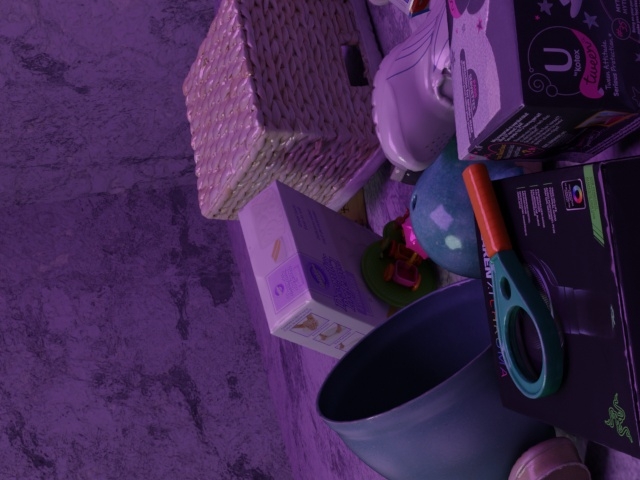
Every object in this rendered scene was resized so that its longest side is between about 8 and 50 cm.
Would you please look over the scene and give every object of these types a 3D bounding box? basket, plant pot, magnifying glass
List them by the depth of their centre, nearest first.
[{"bbox_3d":[0.178,0.036,0.867,0.092,0.026,0.231,117,142,-68],"label":"magnifying glass"},{"bbox_3d":[0.168,0.203,1.121,0.196,0.293,0.293,56,171,-12],"label":"plant pot"},{"bbox_3d":[-0.069,-0.235,1.636,0.331,0.266,0.329,-48,48,54],"label":"basket"}]

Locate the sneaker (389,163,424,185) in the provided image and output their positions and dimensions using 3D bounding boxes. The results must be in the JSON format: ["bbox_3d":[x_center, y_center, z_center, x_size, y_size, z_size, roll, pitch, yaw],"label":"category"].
[{"bbox_3d":[0.170,-0.129,1.278,0.222,0.118,0.083,-70,4,-51],"label":"sneaker"}]

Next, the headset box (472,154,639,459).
[{"bbox_3d":[0.268,0.050,0.841,0.283,0.131,0.247,180,81,-76],"label":"headset box"}]

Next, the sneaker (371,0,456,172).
[{"bbox_3d":[0.153,-0.214,1.009,0.129,0.111,0.297,13,78,66],"label":"sneaker"}]

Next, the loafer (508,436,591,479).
[{"bbox_3d":[0.282,0.341,1.045,0.092,0.101,0.269,-134,26,-57],"label":"loafer"}]

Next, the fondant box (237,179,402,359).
[{"bbox_3d":[0.034,0.071,1.462,0.096,0.330,0.238,-39,49,25],"label":"fondant box"}]

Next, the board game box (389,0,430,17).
[{"bbox_3d":[0.073,-0.482,1.083,0.308,0.086,0.302,45,141,23],"label":"board game box"}]

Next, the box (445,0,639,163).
[{"bbox_3d":[0.205,-0.211,0.853,0.163,0.142,0.248,134,135,-73],"label":"box"}]

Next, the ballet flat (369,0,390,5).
[{"bbox_3d":[0.080,-0.435,1.383,0.400,0.139,0.139,-121,26,-52],"label":"ballet flat"}]

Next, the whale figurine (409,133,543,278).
[{"bbox_3d":[0.183,-0.089,1.076,0.216,0.141,0.272,-113,27,-71],"label":"whale figurine"}]

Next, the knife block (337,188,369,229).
[{"bbox_3d":[0.041,0.014,1.853,0.275,0.088,0.242,-172,76,-75],"label":"knife block"}]

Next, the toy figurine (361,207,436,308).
[{"bbox_3d":[0.154,-0.007,1.403,0.159,0.130,0.173,121,165,-49],"label":"toy figurine"}]
